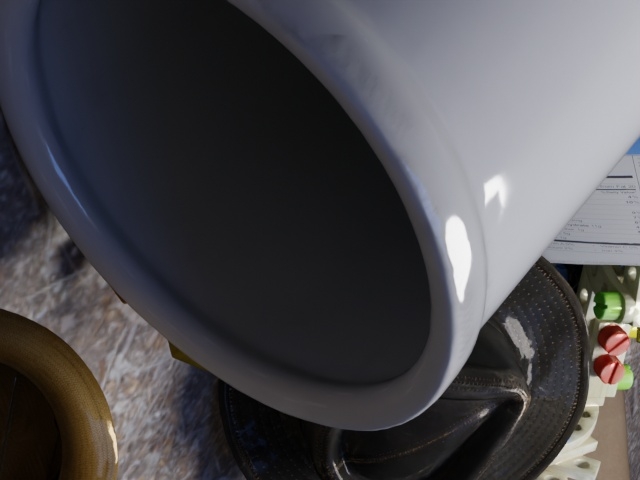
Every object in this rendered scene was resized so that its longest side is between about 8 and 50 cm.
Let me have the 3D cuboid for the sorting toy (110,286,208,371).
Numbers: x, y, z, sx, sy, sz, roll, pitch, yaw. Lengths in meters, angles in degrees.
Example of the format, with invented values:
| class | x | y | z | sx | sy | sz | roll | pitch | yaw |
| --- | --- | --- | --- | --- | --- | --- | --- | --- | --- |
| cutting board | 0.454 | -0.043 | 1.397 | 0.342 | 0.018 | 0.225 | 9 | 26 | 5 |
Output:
| class | x | y | z | sx | sy | sz | roll | pitch | yaw |
| --- | --- | --- | --- | --- | --- | --- | --- | --- | --- |
| sorting toy | 0.000 | 0.000 | 0.918 | 0.307 | 0.229 | 0.041 | -37 | -179 | -36 |

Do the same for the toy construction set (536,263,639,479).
| class | x | y | z | sx | sy | sz | roll | pitch | yaw |
| --- | --- | --- | --- | --- | --- | --- | --- | --- | --- |
| toy construction set | 0.304 | 0.114 | 1.304 | 0.151 | 0.215 | 0.328 | 15 | 110 | -20 |

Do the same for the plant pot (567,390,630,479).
| class | x | y | z | sx | sy | sz | roll | pitch | yaw |
| --- | --- | --- | --- | --- | --- | --- | --- | --- | --- |
| plant pot | 0.277 | 0.243 | 1.501 | 0.263 | 0.263 | 0.229 | 26 | 73 | -60 |

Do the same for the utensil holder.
| class | x | y | z | sx | sy | sz | roll | pitch | yaw |
| --- | --- | --- | --- | --- | --- | --- | --- | --- | --- |
| utensil holder | 0.050 | -0.129 | 0.764 | 0.385 | 0.327 | 0.328 | -43 | 144 | -33 |

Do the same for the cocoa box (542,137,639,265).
| class | x | y | z | sx | sy | sz | roll | pitch | yaw |
| --- | --- | --- | --- | --- | --- | --- | --- | --- | --- |
| cocoa box | 0.298 | -0.177 | 1.076 | 0.228 | 0.231 | 0.347 | 52 | 43 | -55 |

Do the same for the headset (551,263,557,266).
| class | x | y | z | sx | sy | sz | roll | pitch | yaw |
| --- | --- | --- | --- | --- | --- | --- | --- | --- | --- |
| headset | 0.152 | 0.015 | 1.250 | 0.394 | 0.185 | 0.243 | -44 | 151 | -56 |

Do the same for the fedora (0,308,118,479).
| class | x | y | z | sx | sy | sz | roll | pitch | yaw |
| --- | --- | --- | --- | --- | --- | --- | --- | --- | --- |
| fedora | -0.214 | 0.129 | 0.761 | 0.079 | 0.194 | 0.194 | -103 | -146 | -79 |

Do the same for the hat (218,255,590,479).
| class | x | y | z | sx | sy | sz | roll | pitch | yaw |
| --- | --- | --- | --- | --- | --- | --- | --- | --- | --- |
| hat | 0.084 | 0.136 | 1.018 | 0.134 | 0.331 | 0.331 | -123 | -126 | -76 |
